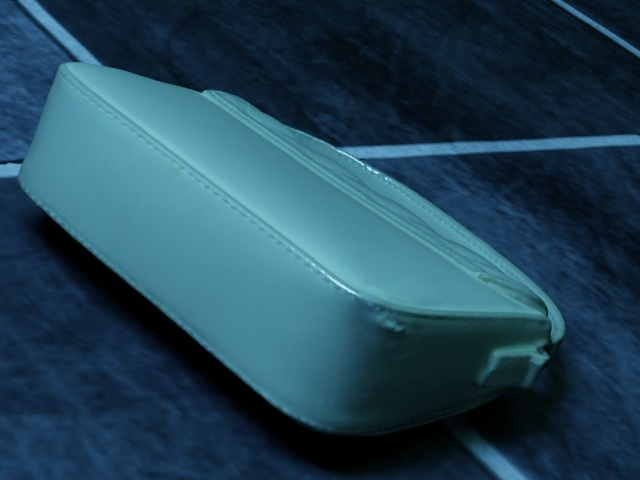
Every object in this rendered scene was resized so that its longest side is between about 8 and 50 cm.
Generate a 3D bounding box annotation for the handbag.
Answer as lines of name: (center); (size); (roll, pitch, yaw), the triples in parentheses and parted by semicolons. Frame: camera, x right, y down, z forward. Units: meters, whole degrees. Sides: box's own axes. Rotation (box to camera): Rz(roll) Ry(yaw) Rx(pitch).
handbag: (0.000, 0.000, 0.770); (0.256, 0.079, 0.219); (37, 22, 34)
